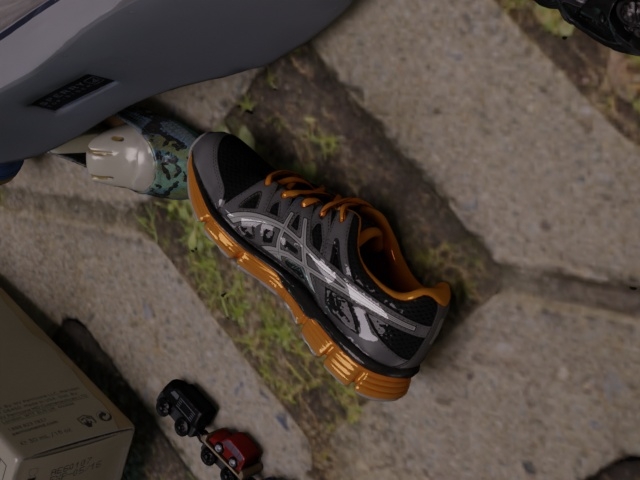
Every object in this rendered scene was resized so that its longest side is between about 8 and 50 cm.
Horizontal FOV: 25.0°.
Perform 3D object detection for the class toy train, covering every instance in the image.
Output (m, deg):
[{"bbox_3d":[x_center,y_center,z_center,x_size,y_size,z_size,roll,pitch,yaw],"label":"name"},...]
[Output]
[{"bbox_3d":[-0.062,0.157,1.053,0.158,0.027,0.036,43,118,25],"label":"toy train"}]

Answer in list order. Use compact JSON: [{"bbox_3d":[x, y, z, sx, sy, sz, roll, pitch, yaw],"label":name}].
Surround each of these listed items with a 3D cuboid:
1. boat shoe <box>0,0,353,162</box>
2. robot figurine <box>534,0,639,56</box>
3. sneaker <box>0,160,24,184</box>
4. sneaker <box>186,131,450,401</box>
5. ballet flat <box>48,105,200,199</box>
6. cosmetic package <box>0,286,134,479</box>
[{"bbox_3d":[-0.129,-0.174,0.934,0.367,0.136,0.156,-20,68,38],"label":"boat shoe"},{"bbox_3d":[0.103,-0.207,0.694,0.291,0.085,0.211,29,125,36],"label":"robot figurine"},{"bbox_3d":[-0.319,-0.176,1.118,0.296,0.112,0.131,51,127,14],"label":"sneaker"},{"bbox_3d":[0.000,0.000,0.912,0.215,0.084,0.083,46,117,17],"label":"sneaker"},{"bbox_3d":[-0.158,-0.068,1.036,0.188,0.070,0.070,22,118,36],"label":"ballet flat"},{"bbox_3d":[-0.297,0.131,1.174,0.309,0.113,0.160,41,124,34],"label":"cosmetic package"}]
